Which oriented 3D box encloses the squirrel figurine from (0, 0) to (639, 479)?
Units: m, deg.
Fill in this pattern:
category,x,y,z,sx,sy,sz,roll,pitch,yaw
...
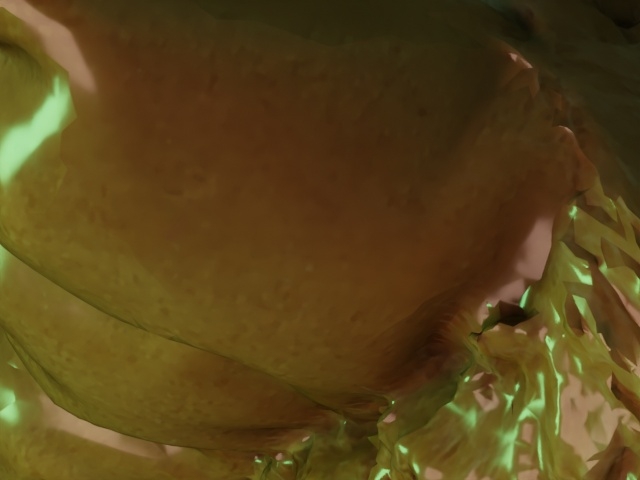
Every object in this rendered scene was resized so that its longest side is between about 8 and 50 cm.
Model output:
category,x,y,z,sx,sy,sz,roll,pitch,yaw
squirrel figurine,-0.011,0.034,0.697,0.397,0.281,0.370,38,134,12
